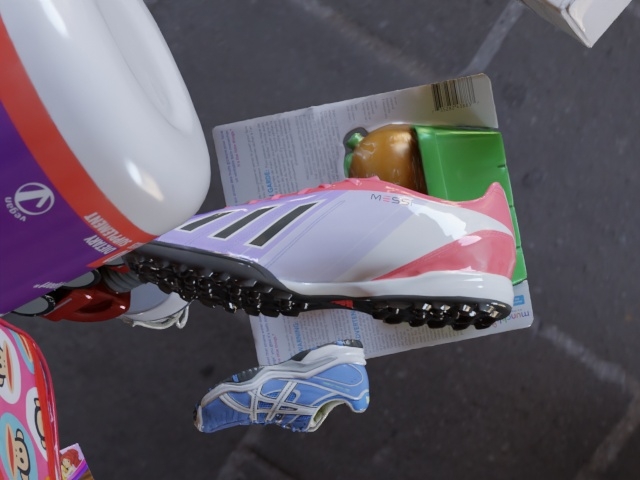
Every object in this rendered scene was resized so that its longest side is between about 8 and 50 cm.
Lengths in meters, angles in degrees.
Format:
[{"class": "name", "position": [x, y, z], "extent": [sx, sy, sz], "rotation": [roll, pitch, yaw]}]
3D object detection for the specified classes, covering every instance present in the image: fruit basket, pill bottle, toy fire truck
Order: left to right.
[{"class": "pill bottle", "position": [-0.232, -0.027, 0.737], "extent": [0.323, 0.181, 0.181], "rotation": [-27, 99, 9]}, {"class": "toy fire truck", "position": [-0.194, 0.005, 1.557], "extent": [0.217, 0.158, 0.246], "rotation": [-29, 141, 36]}, {"class": "fruit basket", "position": [0.068, -0.017, 1.793], "extent": [0.353, 0.165, 0.327], "rotation": [-11, 95, 5]}]

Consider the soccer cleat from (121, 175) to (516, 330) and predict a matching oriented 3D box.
[{"class": "soccer cleat", "position": [0.000, 0.000, 1.165], "extent": [0.318, 0.108, 0.116], "rotation": [5, 73, 2]}]

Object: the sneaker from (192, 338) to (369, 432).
[{"class": "sneaker", "position": [-0.044, 0.176, 1.571], "extent": [0.211, 0.080, 0.081], "rotation": [-21, 77, 17]}]

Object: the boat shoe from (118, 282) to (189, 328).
[{"class": "boat shoe", "position": [-0.236, 0.065, 1.964], "extent": [0.367, 0.156, 0.135], "rotation": [-5, 67, 52]}]

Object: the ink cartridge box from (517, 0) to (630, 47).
[{"class": "ink cartridge box", "position": [0.269, -0.343, 1.626], "extent": [0.158, 0.092, 0.218], "rotation": [-50, 50, 4]}]

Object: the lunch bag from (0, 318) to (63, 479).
[{"class": "lunch bag", "position": [-0.260, 0.195, 1.044], "extent": [0.120, 0.258, 0.293], "rotation": [-15, 67, 7]}]

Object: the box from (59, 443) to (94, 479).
[{"class": "box", "position": [-0.395, 0.402, 1.787], "extent": [0.057, 0.293, 0.201], "rotation": [-32, 82, 52]}]
